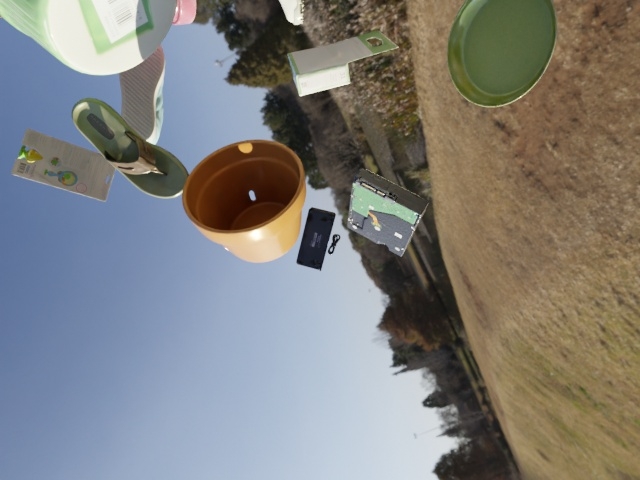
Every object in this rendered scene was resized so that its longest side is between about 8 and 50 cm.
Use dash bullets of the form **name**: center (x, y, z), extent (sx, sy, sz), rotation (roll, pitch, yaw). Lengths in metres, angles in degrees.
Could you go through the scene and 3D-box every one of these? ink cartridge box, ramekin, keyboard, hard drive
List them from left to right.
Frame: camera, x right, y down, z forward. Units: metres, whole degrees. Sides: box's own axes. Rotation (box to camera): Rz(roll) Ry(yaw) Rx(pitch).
- **ramekin**: center (-0.409, -0.454, 0.723), extent (0.148, 0.303, 0.303), rotation (43, -173, 6)
- **keyboard**: center (0.000, 0.000, 1.169), extent (0.023, 0.108, 0.180), rotation (-68, -7, -72)
- **ink cartridge box**: center (0.048, -0.422, 0.949), extent (0.171, 0.235, 0.056), rotation (-105, 2, -50)
- **hard drive**: center (0.211, -0.084, 1.349), extent (0.237, 0.064, 0.339), rotation (29, 161, 13)

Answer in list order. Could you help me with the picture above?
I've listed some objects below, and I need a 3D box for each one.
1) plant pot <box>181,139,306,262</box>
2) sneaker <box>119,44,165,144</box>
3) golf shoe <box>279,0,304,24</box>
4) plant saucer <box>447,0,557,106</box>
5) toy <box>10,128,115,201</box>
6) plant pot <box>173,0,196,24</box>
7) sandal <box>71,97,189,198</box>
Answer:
- **plant pot**: center (-0.165, -0.078, 1.007), extent (0.203, 0.291, 0.290), rotation (75, 176, -54)
- **sneaker**: center (-0.586, -0.475, 1.332), extent (0.150, 0.135, 0.365), rotation (155, 121, -74)
- **golf shoe**: center (-0.081, -0.400, 0.584), extent (0.069, 0.086, 0.176), rotation (-105, -6, -62)
- **plant saucer**: center (0.367, -0.399, 0.821), extent (0.241, 0.037, 0.240), rotation (34, 132, 48)
- **toy**: center (-0.743, -0.214, 1.181), extent (0.237, 0.056, 0.136), rotation (19, -102, -36)
- **plant pot**: center (-0.498, -0.752, 1.200), extent (0.201, 0.180, 0.201), rotation (37, 140, 40)
- **sandal**: center (-0.453, -0.205, 0.950), extent (0.303, 0.120, 0.086), rotation (39, -174, -19)
